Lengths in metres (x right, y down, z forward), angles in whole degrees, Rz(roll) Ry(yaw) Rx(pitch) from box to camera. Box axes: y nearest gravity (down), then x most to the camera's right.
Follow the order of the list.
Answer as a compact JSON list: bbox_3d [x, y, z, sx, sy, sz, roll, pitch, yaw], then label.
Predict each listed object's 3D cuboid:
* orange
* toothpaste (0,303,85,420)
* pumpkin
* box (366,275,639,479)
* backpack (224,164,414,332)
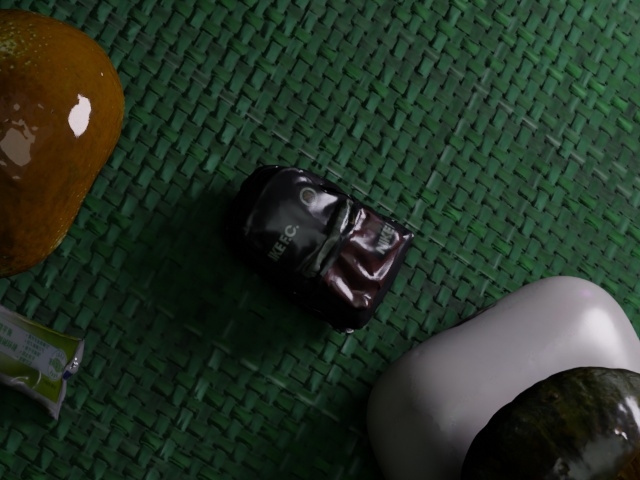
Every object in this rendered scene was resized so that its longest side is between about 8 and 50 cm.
[{"bbox_3d":[-0.268,-0.090,1.488,0.179,0.158,0.237,28,74,-1],"label":"orange"},{"bbox_3d":[-0.279,0.078,1.470,0.248,0.046,0.078,36,67,-52],"label":"toothpaste"},{"bbox_3d":[0.231,0.217,1.511,0.238,0.159,0.238,-5,106,-19],"label":"pumpkin"},{"bbox_3d":[0.214,0.227,1.667,0.288,0.141,0.349,-28,94,-25],"label":"box"},{"bbox_3d":[-0.003,0.002,1.619,0.165,0.106,0.120,29,77,-21],"label":"backpack"}]
